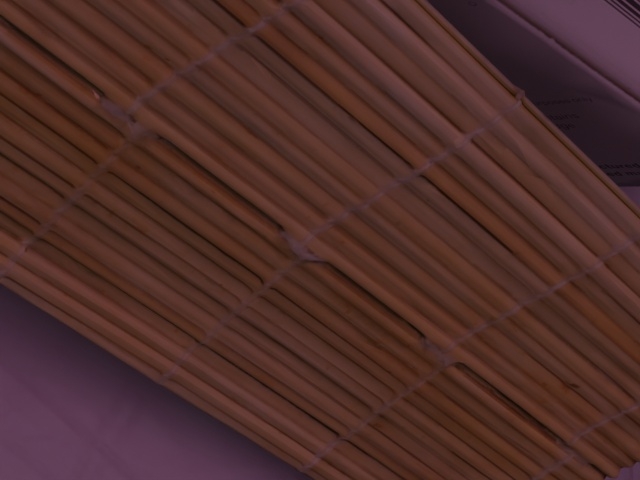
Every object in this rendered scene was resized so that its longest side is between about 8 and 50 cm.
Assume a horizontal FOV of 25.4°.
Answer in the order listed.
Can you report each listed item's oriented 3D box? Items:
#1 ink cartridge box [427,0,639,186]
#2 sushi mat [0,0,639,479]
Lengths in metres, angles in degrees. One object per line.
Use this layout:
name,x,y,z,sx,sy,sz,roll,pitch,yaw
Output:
ink cartridge box,0.043,-0.165,0.460,0.283,0.117,0.207,28,74,-36
sushi mat,0.000,0.000,0.419,0.316,0.151,0.019,38,31,-32
